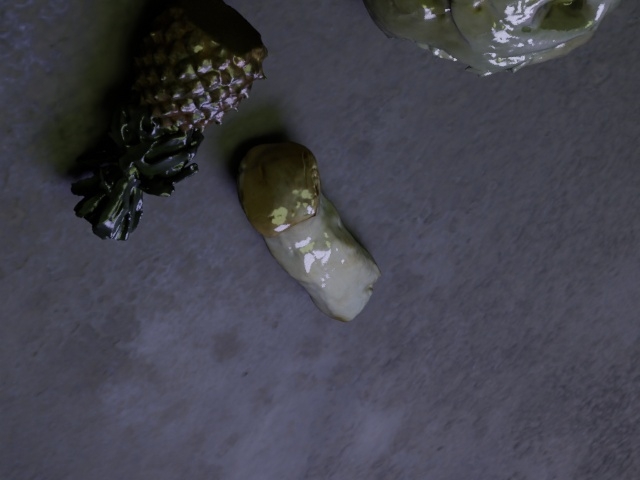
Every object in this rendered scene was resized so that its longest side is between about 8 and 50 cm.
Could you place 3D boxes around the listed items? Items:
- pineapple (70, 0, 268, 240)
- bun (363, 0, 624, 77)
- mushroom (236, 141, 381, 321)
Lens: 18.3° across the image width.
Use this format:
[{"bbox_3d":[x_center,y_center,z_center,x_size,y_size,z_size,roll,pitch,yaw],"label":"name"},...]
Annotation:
[{"bbox_3d":[-0.096,-0.069,1.173,0.074,0.074,0.159,7,128,-42],"label":"pineapple"},{"bbox_3d":[0.114,-0.171,1.186,0.178,0.128,0.193,-2,131,-39],"label":"bun"},{"bbox_3d":[-0.003,0.002,1.329,0.059,0.054,0.202,-37,146,-4],"label":"mushroom"}]
